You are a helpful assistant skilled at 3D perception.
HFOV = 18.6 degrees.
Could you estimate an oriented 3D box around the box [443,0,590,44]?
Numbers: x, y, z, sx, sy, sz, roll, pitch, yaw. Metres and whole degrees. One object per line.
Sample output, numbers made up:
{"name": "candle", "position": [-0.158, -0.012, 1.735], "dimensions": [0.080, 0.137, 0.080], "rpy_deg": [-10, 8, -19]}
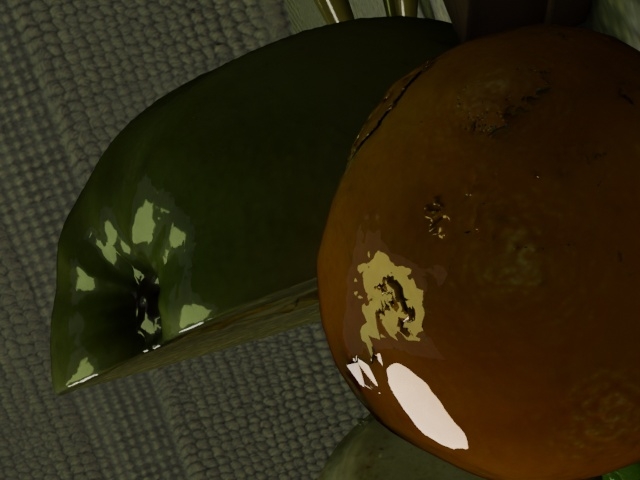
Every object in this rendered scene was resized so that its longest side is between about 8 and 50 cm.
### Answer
{"name": "box", "position": [0.094, -0.248, 1.180], "dimensions": [0.215, 0.086, 0.215], "rpy_deg": [81, 170, -74]}

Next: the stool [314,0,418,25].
{"name": "stool", "position": [0.044, -0.235, 1.880], "dimensions": [0.135, 0.134, 0.110], "rpy_deg": [-36, -63, -46]}

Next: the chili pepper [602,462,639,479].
{"name": "chili pepper", "position": [0.199, 0.113, 1.348], "dimensions": [0.076, 0.085, 0.359], "rpy_deg": [-55, -48, -37]}

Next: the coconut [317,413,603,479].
{"name": "coconut", "position": [0.142, 0.296, 1.844], "dimensions": [0.323, 0.323, 0.323], "rpy_deg": [161, 90, -87]}

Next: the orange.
{"name": "orange", "position": [0.114, 0.008, 1.038], "dimensions": [0.246, 0.246, 0.246], "rpy_deg": [161, 90, -87]}

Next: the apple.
{"name": "apple", "position": [0.000, 0.000, 1.324], "dimensions": [0.311, 0.360, 0.320], "rpy_deg": [35, 124, 38]}
